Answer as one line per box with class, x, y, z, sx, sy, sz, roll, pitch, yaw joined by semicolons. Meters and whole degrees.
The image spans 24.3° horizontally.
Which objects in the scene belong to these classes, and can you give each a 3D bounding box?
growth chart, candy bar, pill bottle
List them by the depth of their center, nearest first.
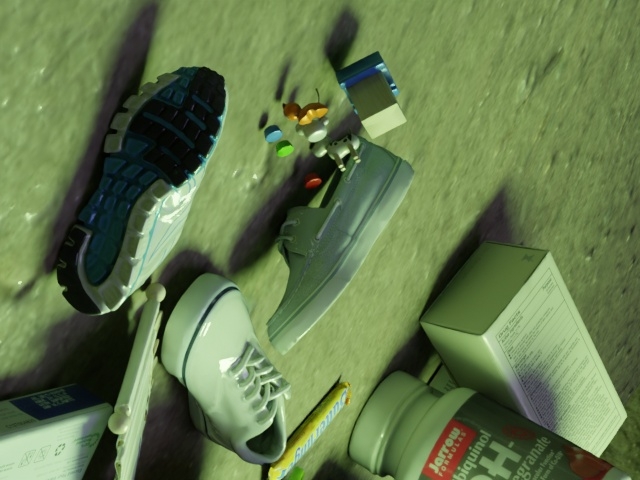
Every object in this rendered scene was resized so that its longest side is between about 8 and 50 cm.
growth chart;-0.152;0.165;1.173;0.172;0.021;0.237;-82;-177;-56
candy bar;-0.014;0.215;1.645;0.161;0.018;0.040;-46;154;-35
pill bottle;0.201;0.288;1.811;0.176;0.318;0.176;-49;156;-32

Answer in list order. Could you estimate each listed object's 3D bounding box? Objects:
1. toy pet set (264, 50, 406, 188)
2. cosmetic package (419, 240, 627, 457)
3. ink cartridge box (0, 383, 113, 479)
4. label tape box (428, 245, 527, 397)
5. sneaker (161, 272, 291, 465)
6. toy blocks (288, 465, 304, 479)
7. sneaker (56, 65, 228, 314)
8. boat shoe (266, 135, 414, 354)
toy pet set;0.009;-0.115;1.266;0.114;0.065;0.122;-27;155;6
cosmetic package;0.267;0.168;1.916;0.160;0.113;0.309;-47;125;-27
ink cartridge box;-0.258;0.218;1.042;0.223;0.045;0.224;-5;121;-66
label tape box;0.249;0.216;2.124;0.348;0.115;0.249;-52;157;-20
sneaker;-0.069;0.115;1.287;0.094;0.091;0.258;-55;159;-21
toy blocks;0.003;0.478;1.611;0.381;0.261;0.191;-63;173;-14
sneaker;-0.117;-0.039;1.041;0.191;0.071;0.083;-59;167;15
boat shoe;0.001;-0.001;1.336;0.227;0.081;0.079;-57;-176;-28
